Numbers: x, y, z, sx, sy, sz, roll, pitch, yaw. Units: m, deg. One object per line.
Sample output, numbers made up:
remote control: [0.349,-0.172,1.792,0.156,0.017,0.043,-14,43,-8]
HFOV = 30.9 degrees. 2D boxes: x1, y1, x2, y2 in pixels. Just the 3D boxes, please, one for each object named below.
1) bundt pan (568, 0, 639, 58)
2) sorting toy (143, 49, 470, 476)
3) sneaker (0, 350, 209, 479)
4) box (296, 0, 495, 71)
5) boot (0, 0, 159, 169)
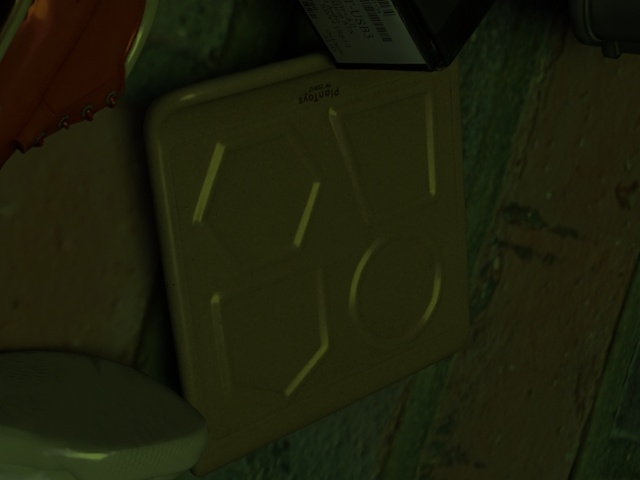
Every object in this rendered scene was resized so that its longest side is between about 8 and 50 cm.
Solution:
bundt pan: [0.248,-0.241,0.595,0.331,0.124,0.331,-41,142,-43]
sorting toy: [0.000,0.000,0.599,0.193,0.038,0.208,-20,120,-34]
sneaker: [-0.151,0.106,0.487,0.212,0.080,0.094,-2,116,-33]
box: [0.040,-0.276,0.496,0.295,0.073,0.293,-53,131,-25]
boot: [-0.119,-0.055,0.465,0.084,0.059,0.158,28,84,-47]
